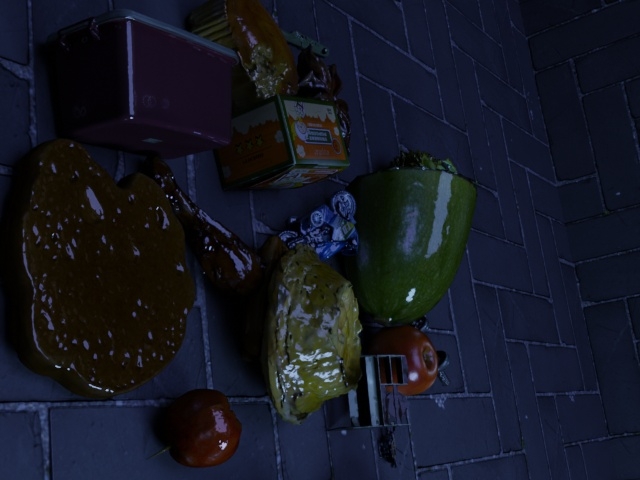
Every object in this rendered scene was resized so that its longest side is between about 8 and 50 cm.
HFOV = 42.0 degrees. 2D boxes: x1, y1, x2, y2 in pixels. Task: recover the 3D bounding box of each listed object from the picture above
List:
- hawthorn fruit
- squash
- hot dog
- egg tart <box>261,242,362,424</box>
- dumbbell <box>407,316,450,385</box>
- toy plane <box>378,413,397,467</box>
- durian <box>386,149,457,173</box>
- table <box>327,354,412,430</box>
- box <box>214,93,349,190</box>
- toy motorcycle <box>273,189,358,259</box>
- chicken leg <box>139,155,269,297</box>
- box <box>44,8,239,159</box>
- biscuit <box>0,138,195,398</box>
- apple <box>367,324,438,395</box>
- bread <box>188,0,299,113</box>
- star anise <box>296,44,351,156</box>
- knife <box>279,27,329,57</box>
[{"bbox_3d":[-0.184,0.292,1.285,0.140,0.125,0.125,-22,95,-60],"label":"hawthorn fruit"},{"bbox_3d":[0.197,0.035,1.825,0.310,0.310,0.308,29,54,-48],"label":"squash"},{"bbox_3d":[-0.102,0.106,1.545,0.100,0.068,0.249,53,38,-50],"label":"hot dog"},{"bbox_3d":[-0.002,0.168,1.522,0.345,0.133,0.345,-3,90,-76],"label":"egg tart"},{"bbox_3d":[0.246,0.251,1.996,0.254,0.082,0.081,58,35,-20],"label":"dumbbell"},{"bbox_3d":[0.148,0.434,1.810,0.049,0.031,0.120,16,65,-59],"label":"toy plane"},{"bbox_3d":[0.253,-0.133,2.096,0.237,0.177,0.200,-13,91,-53],"label":"durian"},{"bbox_3d":[0.096,0.309,1.702,0.175,0.062,0.146,6,71,-32],"label":"table"},{"bbox_3d":[-0.077,-0.180,1.609,0.195,0.178,0.148,-6,81,-57],"label":"box"},{"bbox_3d":[0.000,0.000,1.708,0.254,0.092,0.135,-36,104,-35],"label":"toy motorcycle"},{"bbox_3d":[-0.206,-0.022,1.442,0.304,0.093,0.113,51,20,-18],"label":"chicken leg"},{"bbox_3d":[-0.274,-0.236,1.332,0.294,0.193,0.167,6,76,-56],"label":"box"},{"bbox_3d":[-0.327,0.034,1.231,0.359,0.074,0.381,-29,98,-59],"label":"biscuit"},{"bbox_3d":[0.184,0.263,1.834,0.163,0.139,0.163,8,80,-49],"label":"apple"},{"bbox_3d":[-0.145,-0.369,1.641,0.250,0.133,0.179,64,29,-15],"label":"bread"},{"bbox_3d":[0.003,-0.311,1.879,0.214,0.099,0.219,48,33,-56],"label":"star anise"},{"bbox_3d":[-0.060,-0.465,1.916,0.293,0.020,0.043,6,70,-56],"label":"knife"}]
